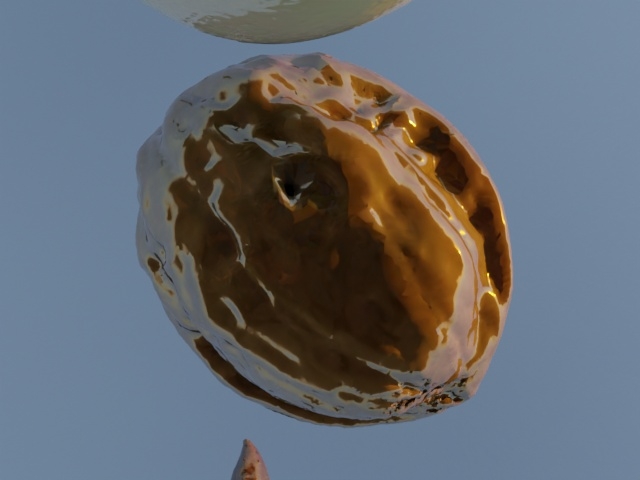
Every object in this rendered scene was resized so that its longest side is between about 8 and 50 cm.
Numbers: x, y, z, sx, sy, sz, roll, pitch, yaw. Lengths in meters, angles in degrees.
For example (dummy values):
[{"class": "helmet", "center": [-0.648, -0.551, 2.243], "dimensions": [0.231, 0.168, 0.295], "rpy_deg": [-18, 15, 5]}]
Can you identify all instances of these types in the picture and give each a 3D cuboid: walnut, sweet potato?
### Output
[{"class": "walnut", "center": [0.000, 0.000, 0.685], "dimensions": [0.198, 0.198, 0.245], "rpy_deg": [-45, -102, -1]}, {"class": "sweet potato", "center": [-0.050, 0.185, 0.860], "dimensions": [0.034, 0.034, 0.095], "rpy_deg": [3, -126, -2]}]

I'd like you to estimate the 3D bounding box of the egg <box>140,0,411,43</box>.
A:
[{"class": "egg", "center": [-0.020, -0.214, 0.507], "dimensions": [0.264, 0.174, 0.286], "rpy_deg": [10, -104, -4]}]
